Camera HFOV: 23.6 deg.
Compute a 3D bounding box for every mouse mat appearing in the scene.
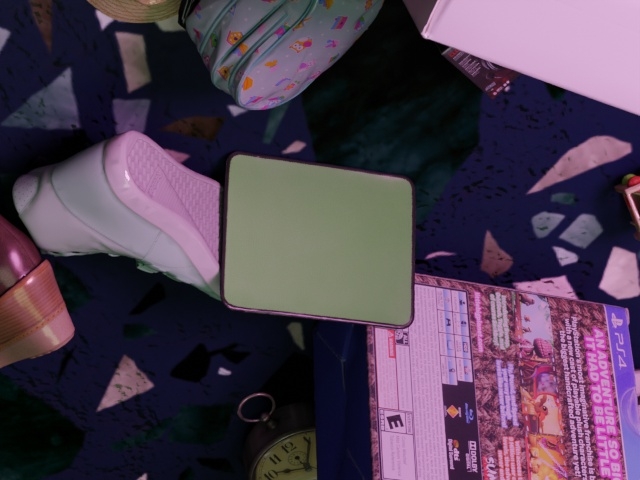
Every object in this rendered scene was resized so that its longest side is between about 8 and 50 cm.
[{"bbox_3d":[0.000,0.000,1.415,0.189,0.153,0.007,7,162,-17],"label":"mouse mat"}]

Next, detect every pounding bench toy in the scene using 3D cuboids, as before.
[{"bbox_3d":[0.324,-0.040,1.512,0.052,0.083,0.065,-24,96,1],"label":"pounding bench toy"}]

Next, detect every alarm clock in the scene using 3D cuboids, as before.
[{"bbox_3d":[-0.026,0.215,1.601,0.129,0.064,0.192,-31,129,10],"label":"alarm clock"}]

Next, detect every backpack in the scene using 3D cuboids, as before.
[{"bbox_3d":[-0.028,-0.195,1.254,0.182,0.115,0.152,-41,154,27],"label":"backpack"}]

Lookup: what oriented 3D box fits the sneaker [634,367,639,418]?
[{"bbox_3d":[0.466,0.223,1.604,0.447,0.257,0.169,-21,127,1],"label":"sneaker"}]

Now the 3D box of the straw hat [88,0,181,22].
[{"bbox_3d":[-0.140,-0.229,1.252,0.144,0.061,0.144,-6,127,-8],"label":"straw hat"}]

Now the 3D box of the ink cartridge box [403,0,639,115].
[{"bbox_3d":[0.159,-0.241,1.161,0.223,0.307,0.129,16,120,-23],"label":"ink cartridge box"}]

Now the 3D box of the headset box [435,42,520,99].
[{"bbox_3d":[0.148,-0.177,1.378,0.062,0.032,0.083,-42,125,17],"label":"headset box"}]

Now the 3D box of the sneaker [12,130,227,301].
[{"bbox_3d":[-0.169,-0.010,1.401,0.151,0.094,0.256,-13,146,25],"label":"sneaker"}]

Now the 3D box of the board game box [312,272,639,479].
[{"bbox_3d":[0.153,0.176,1.490,0.291,0.232,0.141,10,149,-19],"label":"board game box"}]

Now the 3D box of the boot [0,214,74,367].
[{"bbox_3d":[-0.350,0.032,1.384,0.248,0.090,0.207,-22,108,35],"label":"boot"}]
